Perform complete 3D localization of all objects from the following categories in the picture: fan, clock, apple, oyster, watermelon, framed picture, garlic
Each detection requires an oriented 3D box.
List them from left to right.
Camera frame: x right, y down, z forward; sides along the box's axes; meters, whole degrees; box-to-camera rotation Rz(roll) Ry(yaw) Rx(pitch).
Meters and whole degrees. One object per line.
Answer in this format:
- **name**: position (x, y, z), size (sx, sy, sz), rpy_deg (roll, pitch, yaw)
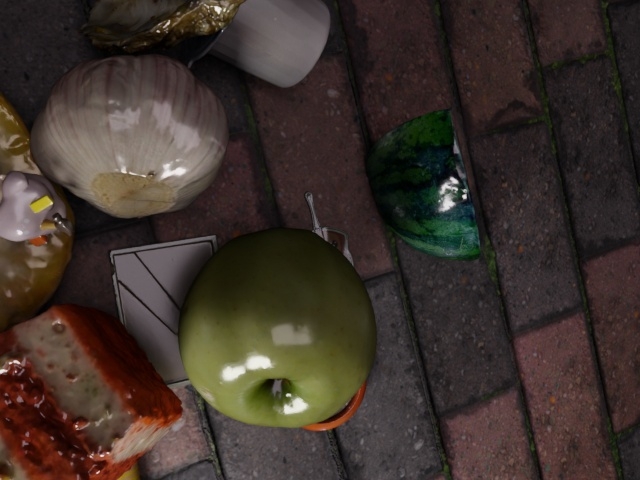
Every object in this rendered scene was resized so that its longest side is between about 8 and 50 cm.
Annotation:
- **garlic**: position (-0.298, -0.178, 0.914), size (0.317, 0.317, 0.260), rpy_deg (-6, 66, -19)
- **oyster**: position (-0.288, -0.374, 0.902), size (0.204, 0.396, 0.111), rpy_deg (-58, 144, -9)
- **framed picture**: position (-0.290, 0.146, 1.075), size (0.211, 0.020, 0.290), rpy_deg (-9, 95, -19)
- **apple**: position (-0.078, 0.152, 0.980), size (0.356, 0.357, 0.358), rpy_deg (0, 92, -19)
- **fan**: position (0.000, 0.000, 1.176), size (0.131, 0.009, 0.220), rpy_deg (-16, 97, -18)
- **clock**: position (0.002, 0.302, 1.161), size (0.205, 0.051, 0.206), rpy_deg (0, 90, -18)
- **watermelon**: position (0.221, -0.092, 1.184), size (0.222, 0.319, 0.293), rpy_deg (-6, 87, 16)

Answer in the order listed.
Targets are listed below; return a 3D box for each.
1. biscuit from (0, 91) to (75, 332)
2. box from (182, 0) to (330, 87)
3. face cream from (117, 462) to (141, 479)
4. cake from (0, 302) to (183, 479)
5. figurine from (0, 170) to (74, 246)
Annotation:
- **biscuit**: position (-0.634, -0.034, 0.898), size (0.429, 0.104, 0.446), rpy_deg (-37, 104, -6)
- **box**: position (-0.094, -0.417, 0.998), size (0.206, 0.291, 0.263), rpy_deg (19, 72, -36)
- **face cream**: position (-0.372, 0.506, 1.025), size (0.078, 0.078, 0.274), rpy_deg (-9, 94, -18)
- **cake**: position (-0.428, 0.282, 0.867), size (0.319, 0.270, 0.269), rpy_deg (-40, 78, -13)
- **figurine**: position (-0.482, -0.058, 0.826), size (0.228, 0.112, 0.137), rpy_deg (19, 123, -12)
